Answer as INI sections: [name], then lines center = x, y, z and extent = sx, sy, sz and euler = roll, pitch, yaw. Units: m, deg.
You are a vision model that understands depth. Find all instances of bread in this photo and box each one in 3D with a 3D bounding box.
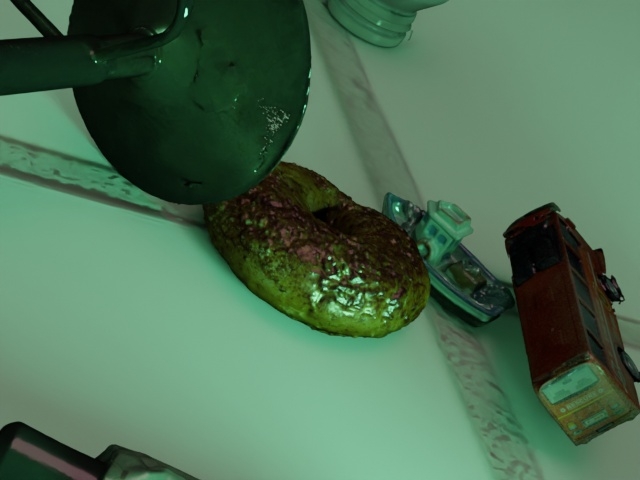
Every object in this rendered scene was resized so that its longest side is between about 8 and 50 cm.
[bread]
center = 0.000, 0.000, 1.028
extent = 0.193, 0.064, 0.193
euler = 25, 27, -14

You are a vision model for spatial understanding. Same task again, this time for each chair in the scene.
[chair]
center = -0.206, -0.097, 0.809
extent = 0.226, 0.226, 0.401
euler = 44, 32, 18

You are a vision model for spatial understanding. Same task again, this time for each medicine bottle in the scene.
[medicine bottle]
center = 0.096, -0.313, 1.424
extent = 0.135, 0.215, 0.135
euler = 24, 31, -16

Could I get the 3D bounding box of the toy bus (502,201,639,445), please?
[toy bus]
center = 0.197, 0.061, 1.083
extent = 0.096, 0.073, 0.235
euler = 50, 21, -26

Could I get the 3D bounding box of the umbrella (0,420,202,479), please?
[umbrella]
center = -0.022, 0.185, 0.721
extent = 0.337, 0.073, 0.067
euler = 27, -2, -10

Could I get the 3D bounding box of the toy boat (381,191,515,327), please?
[toy boat]
center = 0.102, 0.007, 1.109
extent = 0.140, 0.066, 0.059
euler = 43, 35, 20
